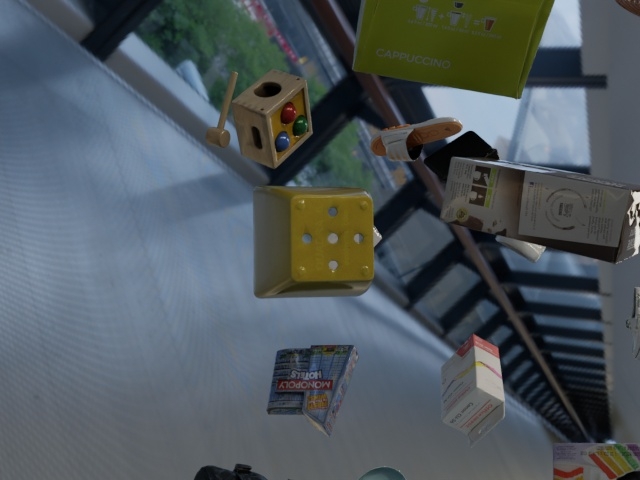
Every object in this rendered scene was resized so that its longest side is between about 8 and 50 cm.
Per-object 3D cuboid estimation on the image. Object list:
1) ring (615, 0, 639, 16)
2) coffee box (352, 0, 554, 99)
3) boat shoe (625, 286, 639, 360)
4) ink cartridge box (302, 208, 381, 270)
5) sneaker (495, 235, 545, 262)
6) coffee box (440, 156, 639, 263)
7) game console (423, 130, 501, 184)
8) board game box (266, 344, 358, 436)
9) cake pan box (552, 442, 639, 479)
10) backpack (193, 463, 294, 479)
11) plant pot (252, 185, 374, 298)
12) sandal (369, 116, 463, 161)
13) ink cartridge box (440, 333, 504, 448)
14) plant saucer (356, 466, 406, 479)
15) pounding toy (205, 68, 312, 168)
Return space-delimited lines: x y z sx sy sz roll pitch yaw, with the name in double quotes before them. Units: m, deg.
"ring" 0.683 -0.401 1.284 0.337 0.032 0.336 18 10 -3
"coffee box" 0.258 -0.519 1.426 0.334 0.338 0.338 -82 -178 -49
"boat shoe" 0.971 0.252 2.258 0.083 0.076 0.226 65 40 -72
"ink cartridge box" 0.005 0.020 2.156 0.131 0.226 0.306 48 -16 -19
"sneaker" 0.477 -0.025 1.677 0.106 0.123 0.290 34 13 14
"coffee box" 0.377 -0.059 1.234 0.168 0.297 0.118 -8 109 -54
"game console" 0.279 -0.134 1.414 0.107 0.122 0.071 62 -11 -23
"board game box" -0.023 0.327 1.612 0.060 0.194 0.194 71 21 -49
"cake pan box" 0.707 0.623 1.801 0.070 0.267 0.245 43 49 -49
"backpack" -0.096 0.573 1.295 0.290 0.273 0.355 25 -11 -18
"plant pot" 0.000 0.000 1.313 0.187 0.212 0.212 173 -83 -75
"sandal" 0.243 -0.254 1.930 0.102 0.265 0.076 35 51 -47
"ink cartridge box" 0.291 0.290 1.426 0.067 0.115 0.198 29 30 -10
"plant saucer" 0.158 0.726 2.089 0.195 0.195 0.037 58 -12 -19
"pounding toy" -0.108 -0.221 1.338 0.094 0.206 0.181 23 -38 26
